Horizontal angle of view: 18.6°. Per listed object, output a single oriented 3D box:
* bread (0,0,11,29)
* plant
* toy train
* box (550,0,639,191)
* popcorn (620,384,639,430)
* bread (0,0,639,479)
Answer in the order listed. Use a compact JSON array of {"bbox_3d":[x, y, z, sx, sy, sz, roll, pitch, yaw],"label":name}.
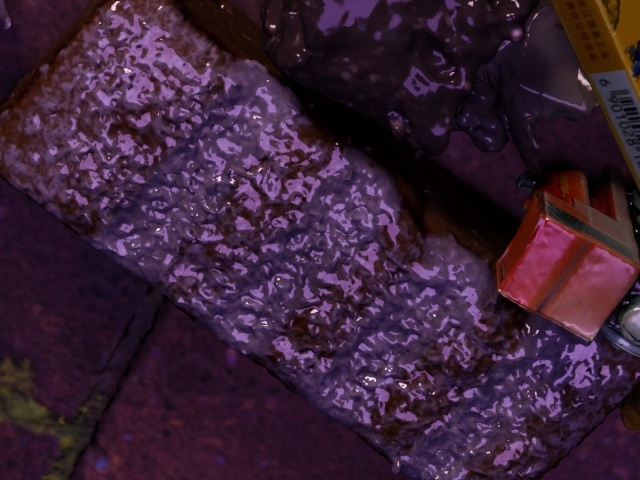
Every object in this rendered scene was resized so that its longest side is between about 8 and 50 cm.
[{"bbox_3d":[-0.273,-0.159,1.141,0.147,0.152,0.127,-5,114,15],"label":"bread"},{"bbox_3d":[0.070,-0.123,1.142,0.203,0.131,0.142,9,115,-18],"label":"plant"},{"bbox_3d":[0.164,0.001,1.171,0.118,0.176,0.074,29,112,-8],"label":"toy train"},{"bbox_3d":[0.187,-0.163,1.114,0.041,0.153,0.279,-2,124,48],"label":"box"},{"bbox_3d":[0.367,0.103,1.174,0.290,0.321,0.325,-40,125,2],"label":"popcorn"},{"bbox_3d":[0.000,0.000,1.216,0.416,0.113,0.165,36,110,-12],"label":"bread"}]
